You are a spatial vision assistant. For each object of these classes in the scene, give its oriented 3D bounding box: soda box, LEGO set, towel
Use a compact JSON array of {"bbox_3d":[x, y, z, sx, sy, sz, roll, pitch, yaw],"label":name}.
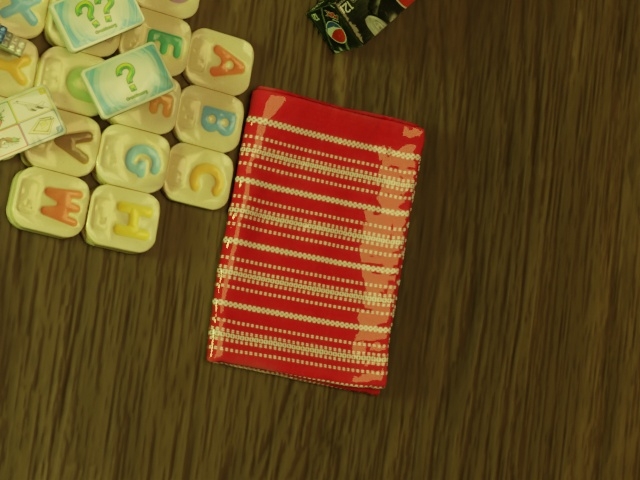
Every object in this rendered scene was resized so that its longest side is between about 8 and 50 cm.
[{"bbox_3d":[0.069,-0.258,1.624,0.169,0.060,0.053,-44,107,-23],"label":"soda box"},{"bbox_3d":[-0.266,-0.174,1.427,0.244,0.060,0.182,-25,90,-21],"label":"LEGO set"},{"bbox_3d":[0.000,0.000,1.588,0.199,0.031,0.275,14,81,-26],"label":"towel"}]

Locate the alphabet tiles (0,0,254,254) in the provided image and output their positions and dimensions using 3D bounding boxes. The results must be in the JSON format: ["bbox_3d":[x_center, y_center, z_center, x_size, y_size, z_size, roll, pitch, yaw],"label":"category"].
[{"bbox_3d":[-0.195,-0.136,1.498,0.278,0.021,0.284,14,80,-27],"label":"alphabet tiles"}]
